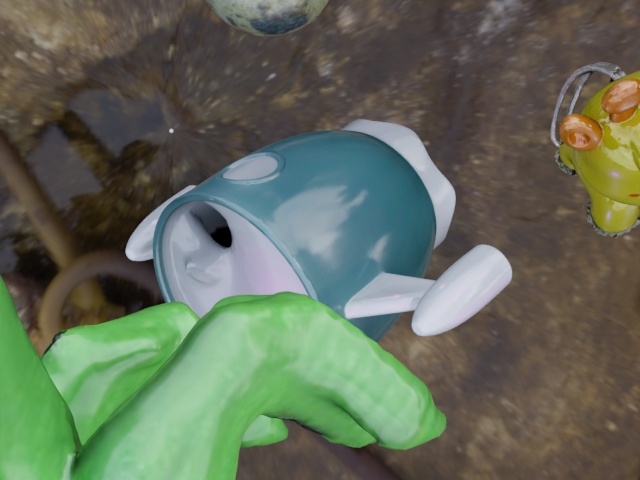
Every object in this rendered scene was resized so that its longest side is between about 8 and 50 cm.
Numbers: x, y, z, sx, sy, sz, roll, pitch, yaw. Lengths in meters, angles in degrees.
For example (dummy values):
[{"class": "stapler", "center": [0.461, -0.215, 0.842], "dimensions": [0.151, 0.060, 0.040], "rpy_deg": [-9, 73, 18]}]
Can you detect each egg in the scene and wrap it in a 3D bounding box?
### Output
[{"class": "egg", "center": [-0.060, -0.282, 1.472], "dimensions": [0.141, 0.141, 0.182], "rpy_deg": [-25, 69, -3]}]

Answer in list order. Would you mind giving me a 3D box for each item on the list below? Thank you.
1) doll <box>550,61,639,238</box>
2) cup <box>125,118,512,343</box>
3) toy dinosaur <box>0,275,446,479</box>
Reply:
[{"class": "doll", "center": [0.251, -0.087, 1.199], "dimensions": [0.143, 0.221, 0.135], "rpy_deg": [-22, 71, -1]}, {"class": "cup", "center": [0.000, 0.000, 1.036], "dimensions": [0.173, 0.299, 0.167], "rpy_deg": [-39, 127, -35]}, {"class": "toy dinosaur", "center": [-0.161, 0.123, 0.384], "dimensions": [0.500, 0.144, 0.374], "rpy_deg": [41, 79, -40]}]
